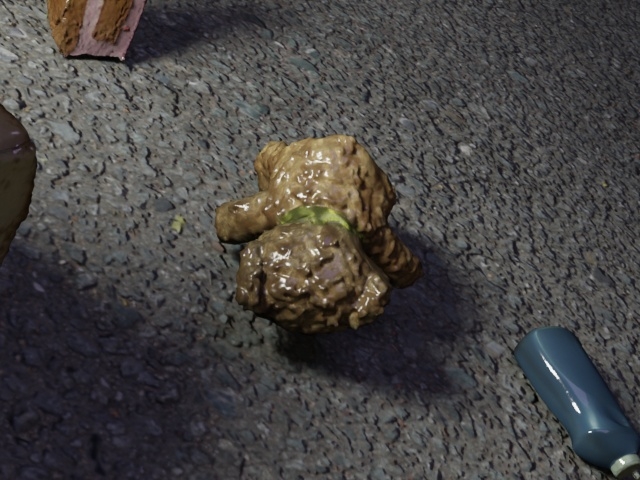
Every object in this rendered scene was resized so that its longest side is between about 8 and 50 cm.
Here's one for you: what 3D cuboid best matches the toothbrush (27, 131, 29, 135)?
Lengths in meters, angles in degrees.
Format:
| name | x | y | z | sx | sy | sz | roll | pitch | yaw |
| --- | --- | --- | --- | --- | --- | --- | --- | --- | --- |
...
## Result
| name | x | y | z | sx | sy | sz | roll | pitch | yaw |
| --- | --- | --- | --- | --- | --- | --- | --- | --- | --- |
| toothbrush | -0.450 | -0.172 | 1.279 | 0.276 | 0.025 | 0.019 | 23 | 35 | -11 |

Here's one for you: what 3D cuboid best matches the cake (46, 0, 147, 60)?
| name | x | y | z | sx | sy | sz | roll | pitch | yaw |
| --- | --- | --- | --- | --- | --- | --- | --- | --- | --- |
| cake | -0.268 | -0.380 | 1.481 | 0.116 | 0.295 | 0.113 | 10 | 20 | -34 |

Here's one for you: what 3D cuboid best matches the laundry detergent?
| name | x | y | z | sx | sy | sz | roll | pitch | yaw |
| --- | --- | --- | --- | --- | --- | --- | --- | --- | --- |
| laundry detergent | 0.313 | 0.196 | 1.377 | 0.097 | 0.061 | 0.206 | 9 | 41 | -42 |

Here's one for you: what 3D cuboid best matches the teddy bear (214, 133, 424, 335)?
| name | x | y | z | sx | sy | sz | roll | pitch | yaw |
| --- | --- | --- | --- | --- | --- | --- | --- | --- | --- |
| teddy bear | -0.002 | 0.003 | 1.320 | 0.246 | 0.222 | 0.296 | 20 | -8 | -7 |

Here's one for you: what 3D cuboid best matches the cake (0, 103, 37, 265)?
| name | x | y | z | sx | sy | sz | roll | pitch | yaw |
| --- | --- | --- | --- | --- | --- | --- | --- | --- | --- |
| cake | -0.426 | -0.033 | 0.936 | 0.282 | 0.255 | 0.290 | 40 | 31 | 15 |
